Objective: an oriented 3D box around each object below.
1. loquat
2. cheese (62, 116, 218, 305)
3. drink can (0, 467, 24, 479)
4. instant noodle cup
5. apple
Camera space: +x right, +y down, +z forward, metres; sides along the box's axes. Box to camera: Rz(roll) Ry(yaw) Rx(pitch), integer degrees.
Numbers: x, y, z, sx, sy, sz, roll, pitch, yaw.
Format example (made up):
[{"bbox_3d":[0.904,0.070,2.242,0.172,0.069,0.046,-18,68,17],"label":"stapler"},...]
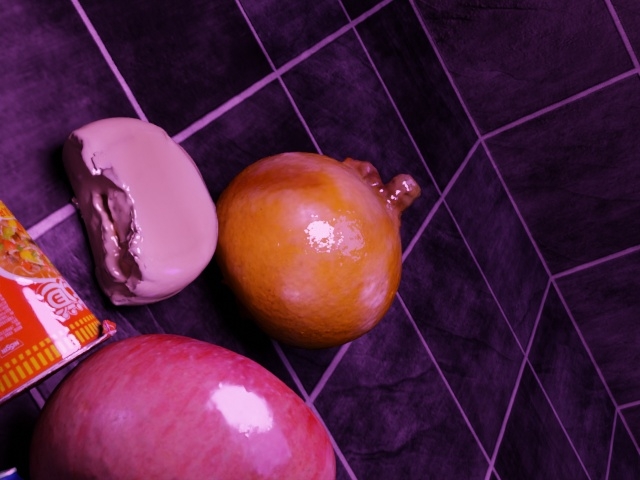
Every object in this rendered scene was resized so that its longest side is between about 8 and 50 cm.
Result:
[{"bbox_3d":[0.000,0.000,1.568,0.328,0.359,0.328,57,7,-10],"label":"loquat"},{"bbox_3d":[-0.260,-0.044,1.375,0.233,0.127,0.266,-17,84,-61],"label":"cheese"},{"bbox_3d":[-0.325,0.343,0.997,0.118,0.118,0.205,-16,85,-61],"label":"drink can"},{"bbox_3d":[-0.360,0.065,1.086,0.212,0.193,0.193,58,29,-1],"label":"instant noodle cup"},{"bbox_3d":[-0.166,0.267,1.094,0.345,0.345,0.269,52,54,-27],"label":"apple"}]
